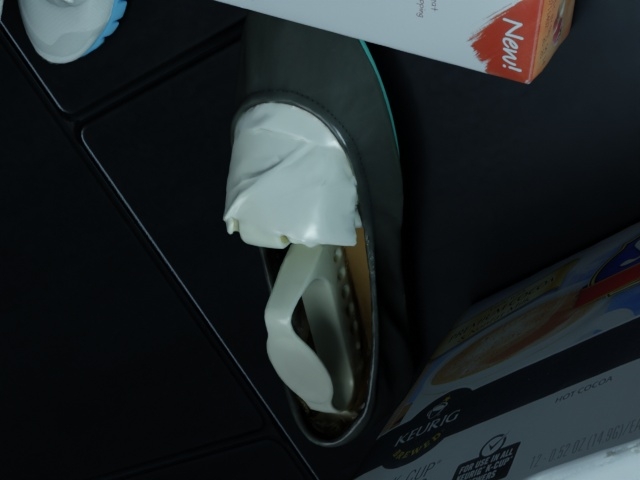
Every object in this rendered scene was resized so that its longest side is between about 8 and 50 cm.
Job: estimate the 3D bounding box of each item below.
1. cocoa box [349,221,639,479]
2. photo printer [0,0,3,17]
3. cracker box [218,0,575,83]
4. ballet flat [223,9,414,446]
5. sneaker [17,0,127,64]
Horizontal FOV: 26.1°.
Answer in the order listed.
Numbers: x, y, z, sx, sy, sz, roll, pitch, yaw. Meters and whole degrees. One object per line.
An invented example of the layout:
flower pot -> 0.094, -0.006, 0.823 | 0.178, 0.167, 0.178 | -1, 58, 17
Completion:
cocoa box -> 0.213, 0.115, 0.637 | 0.347, 0.228, 0.231 | -31, 104, 41
photo printer -> -0.283, -0.215, 0.729 | 0.307, 0.107, 0.256 | 23, 122, 33
cracker box -> 0.013, -0.182, 0.660 | 0.232, 0.067, 0.156 | 17, 128, 19
ballet flat -> 0.000, 0.000, 0.773 | 0.095, 0.096, 0.280 | 4, 122, 29
sneaker -> -0.144, -0.169, 0.752 | 0.071, 0.083, 0.191 | 28, 132, 9
